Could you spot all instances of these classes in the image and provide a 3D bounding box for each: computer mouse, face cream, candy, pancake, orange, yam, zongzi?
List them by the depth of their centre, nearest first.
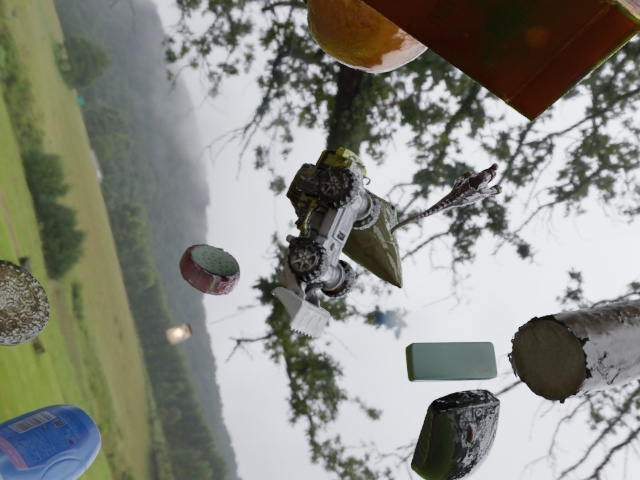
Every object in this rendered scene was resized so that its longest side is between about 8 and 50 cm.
[{"bbox_3d":[0.414,0.151,1.014,0.131,0.280,0.130,13,-75,58],"label":"yam"},{"bbox_3d":[-0.473,0.346,1.101,0.149,0.264,0.083,37,-67,20],"label":"face cream"},{"bbox_3d":[-0.181,0.047,1.160,0.043,0.103,0.103,-61,-140,26],"label":"candy"},{"bbox_3d":[-0.609,0.115,1.340,0.021,0.199,0.199,-35,-111,31],"label":"pancake"},{"bbox_3d":[0.110,-0.503,1.444,0.312,0.312,0.311,162,-90,-74],"label":"orange"},{"bbox_3d":[0.301,0.452,1.551,0.100,0.170,0.269,-127,-144,-49],"label":"computer mouse"},{"bbox_3d":[0.060,-0.035,1.618,0.154,0.290,0.317,-57,-163,19],"label":"zongzi"}]

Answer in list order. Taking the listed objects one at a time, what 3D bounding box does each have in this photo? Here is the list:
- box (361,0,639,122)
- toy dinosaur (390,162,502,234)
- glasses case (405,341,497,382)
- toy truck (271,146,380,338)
[{"bbox_3d":[0.191,-0.298,0.809,0.313,0.089,0.197,34,-33,-6],"label":"box"},{"bbox_3d":[0.291,-0.100,1.528,0.251,0.200,0.072,-19,-87,40],"label":"toy dinosaur"},{"bbox_3d":[0.266,0.247,1.435,0.039,0.184,0.077,125,-36,-67],"label":"glasses case"},{"bbox_3d":[0.000,0.000,1.071,0.111,0.285,0.136,17,-9,29],"label":"toy truck"}]
